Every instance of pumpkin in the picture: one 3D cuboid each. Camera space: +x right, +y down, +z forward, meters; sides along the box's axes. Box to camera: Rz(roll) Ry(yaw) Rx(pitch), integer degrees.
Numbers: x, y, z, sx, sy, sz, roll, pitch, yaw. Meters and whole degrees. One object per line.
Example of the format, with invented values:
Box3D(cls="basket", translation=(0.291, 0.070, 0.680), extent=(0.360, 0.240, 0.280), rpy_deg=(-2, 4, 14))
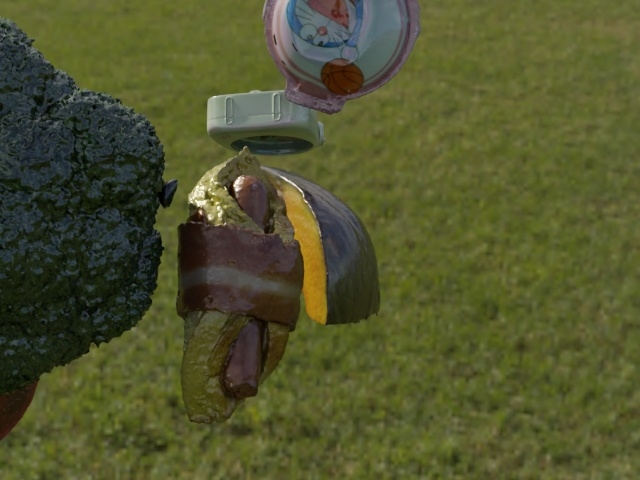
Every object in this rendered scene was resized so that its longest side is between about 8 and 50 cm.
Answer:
Box3D(cls="pumpkin", translation=(0.000, 0.000, 1.431), extent=(0.169, 0.148, 0.312), rpy_deg=(3, 12, -31))

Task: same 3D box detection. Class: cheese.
Box3D(cls="cheese", translation=(0.034, -0.284, 1.467), extent=(0.189, 0.285, 0.074), rpy_deg=(22, 6, 15))

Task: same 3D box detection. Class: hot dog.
Box3D(cls="hot dog", translation=(-0.067, 0.032, 1.154), extent=(0.123, 0.261, 0.093), rpy_deg=(12, -21, -41))

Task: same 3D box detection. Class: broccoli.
Box3D(cls="broccoli", translation=(-0.294, -0.028, 1.107), extent=(0.321, 0.303, 0.283), rpy_deg=(-38, 26, -8))

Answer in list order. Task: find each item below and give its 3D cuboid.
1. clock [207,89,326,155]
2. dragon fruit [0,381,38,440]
Box3D(cls="clock", translation=(-0.070, -0.164, 1.863), extent=(0.152, 0.062, 0.191), rpy_deg=(-3, -10, 13))
Box3D(cls="dragon fruit", translation=(-0.544, 0.210, 2.075), extent=(0.189, 0.261, 0.163), rpy_deg=(-5, 28, -21))
